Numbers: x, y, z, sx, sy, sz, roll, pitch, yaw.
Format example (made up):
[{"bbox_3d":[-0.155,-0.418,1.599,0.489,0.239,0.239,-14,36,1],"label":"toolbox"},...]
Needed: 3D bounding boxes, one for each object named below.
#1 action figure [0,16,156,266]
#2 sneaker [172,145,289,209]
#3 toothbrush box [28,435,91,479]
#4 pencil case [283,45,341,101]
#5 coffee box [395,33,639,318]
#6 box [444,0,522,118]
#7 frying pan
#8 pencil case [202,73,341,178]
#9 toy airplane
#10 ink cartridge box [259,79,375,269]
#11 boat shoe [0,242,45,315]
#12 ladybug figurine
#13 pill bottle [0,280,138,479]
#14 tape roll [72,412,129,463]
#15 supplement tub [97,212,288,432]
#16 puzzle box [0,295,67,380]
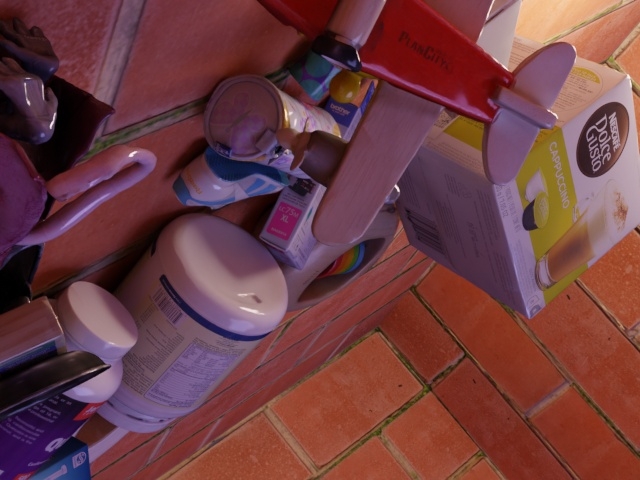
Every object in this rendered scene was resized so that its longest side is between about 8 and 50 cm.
[{"bbox_3d":[-0.313,-0.002,0.879,0.370,0.276,0.248,-59,168,17],"label":"action figure"},{"bbox_3d":[-0.129,-0.097,1.459,0.092,0.087,0.229,-34,167,27],"label":"sneaker"},{"bbox_3d":[-0.547,0.402,1.564,0.296,0.216,0.126,-26,124,-47],"label":"toothbrush box"},{"bbox_3d":[0.022,-0.265,1.344,0.151,0.064,0.070,-46,-156,19],"label":"pencil case"},{"bbox_3d":[0.350,-0.135,1.808,0.334,0.338,0.337,-37,132,-17],"label":"coffee box"},{"bbox_3d":[0.208,-0.321,1.505,0.121,0.148,0.311,-39,165,-3],"label":"box"},{"bbox_3d":[-0.376,0.202,1.260,0.197,0.053,0.326,-23,175,-26],"label":"frying pan"},{"bbox_3d":[-0.058,-0.152,1.363,0.113,0.124,0.273,-64,165,7],"label":"pencil case"},{"bbox_3d":[0.109,-0.227,1.195,0.386,0.272,0.384,-26,118,-20],"label":"toy airplane"},{"bbox_3d":[0.002,-0.112,1.636,0.311,0.065,0.186,-61,169,-8],"label":"ink cartridge box"},{"bbox_3d":[-0.395,0.062,1.171,0.108,0.102,0.301,-27,161,-46],"label":"boat shoe"},{"bbox_3d":[0.000,0.000,1.933,0.305,0.162,0.449,-45,166,15],"label":"ladybug figurine"},{"bbox_3d":[-0.415,0.211,1.429,0.323,0.181,0.181,-44,166,17],"label":"pill bottle"},{"bbox_3d":[-0.430,0.322,1.925,0.392,0.072,0.392,-43,167,-13],"label":"tape roll"},{"bbox_3d":[-0.231,0.138,1.588,0.325,0.235,0.235,-47,165,28],"label":"supplement tub"},{"bbox_3d":[-0.493,0.187,1.138,0.409,0.052,0.272,-24,173,-18],"label":"puzzle box"}]
